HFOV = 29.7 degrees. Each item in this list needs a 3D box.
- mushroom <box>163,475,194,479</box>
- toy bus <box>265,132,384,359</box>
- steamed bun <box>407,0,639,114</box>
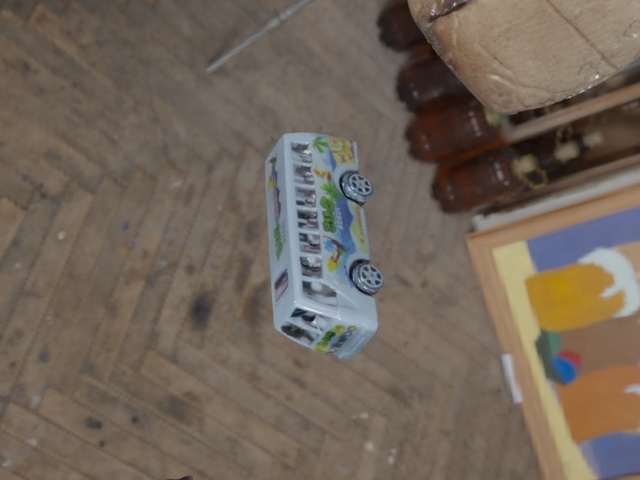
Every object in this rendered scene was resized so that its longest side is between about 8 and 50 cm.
[{"bbox_3d":[-0.024,0.431,1.346,0.331,0.334,0.356,-5,86,-46],"label":"mushroom"},{"bbox_3d":[0.000,0.000,1.683,0.136,0.109,0.330,14,50,-24],"label":"toy bus"},{"bbox_3d":[0.264,-0.314,1.415,0.251,0.301,0.199,43,32,-40],"label":"steamed bun"}]
